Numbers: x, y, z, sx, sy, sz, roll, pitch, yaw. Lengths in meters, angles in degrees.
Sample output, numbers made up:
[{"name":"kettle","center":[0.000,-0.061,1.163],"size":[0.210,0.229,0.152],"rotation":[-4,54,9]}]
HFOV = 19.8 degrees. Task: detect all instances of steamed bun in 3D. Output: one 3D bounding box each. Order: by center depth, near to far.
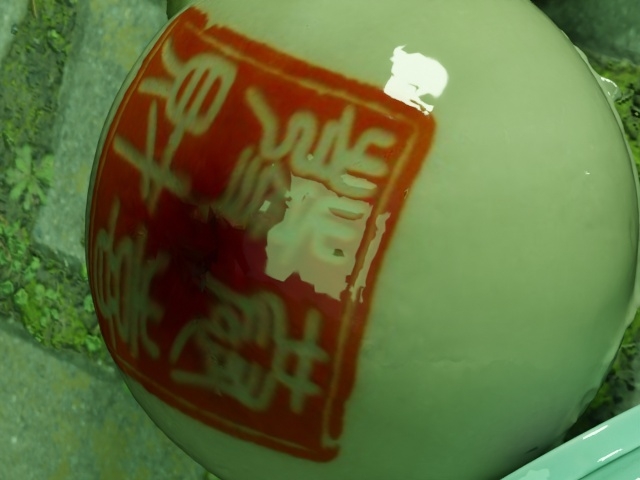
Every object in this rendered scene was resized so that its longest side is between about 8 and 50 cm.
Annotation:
[{"name":"steamed bun","center":[0.000,0.000,1.136],"size":[0.374,0.241,0.374],"rotation":[9,103,40]}]

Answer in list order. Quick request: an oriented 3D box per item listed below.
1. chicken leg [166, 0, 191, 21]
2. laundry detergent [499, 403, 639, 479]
[{"name":"chicken leg","center":[-0.073,-0.220,1.286],"size":[0.093,0.070,0.178],"rotation":[4,89,38]},{"name":"laundry detergent","center":[0.206,0.254,1.015],"size":[0.287,0.287,0.305],"rotation":[-36,76,29]}]
